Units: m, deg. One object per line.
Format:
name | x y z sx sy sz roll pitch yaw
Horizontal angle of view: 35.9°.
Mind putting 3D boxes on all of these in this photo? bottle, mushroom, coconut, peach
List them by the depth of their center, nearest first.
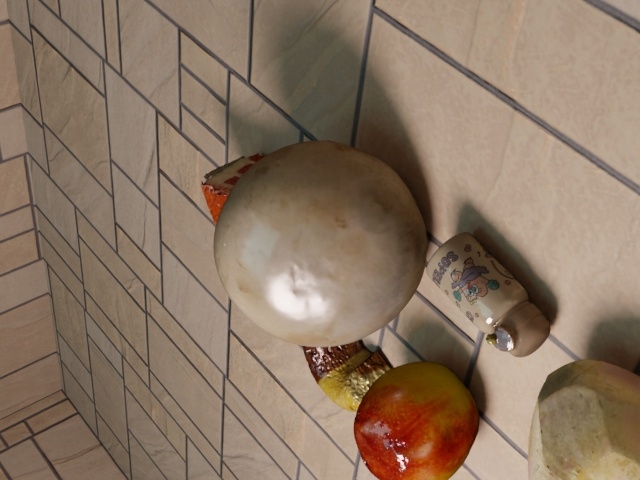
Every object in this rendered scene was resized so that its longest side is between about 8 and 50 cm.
coconut | 0.396 0.285 1.398 0.197 0.237 0.237 3 123 11
bottle | 0.260 0.091 1.533 0.209 0.110 0.097 48 140 27
mushroom | 0.000 0.000 1.697 0.294 0.362 0.362 -93 -7 -67
peach | 0.168 0.327 1.743 0.231 0.231 0.231 37 140 39

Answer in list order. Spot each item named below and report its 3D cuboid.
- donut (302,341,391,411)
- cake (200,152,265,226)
donut | 0.034 0.240 1.995 0.295 0.112 0.151 56 147 17
cake | -0.096 -0.050 1.938 0.262 0.158 0.160 26 135 46
